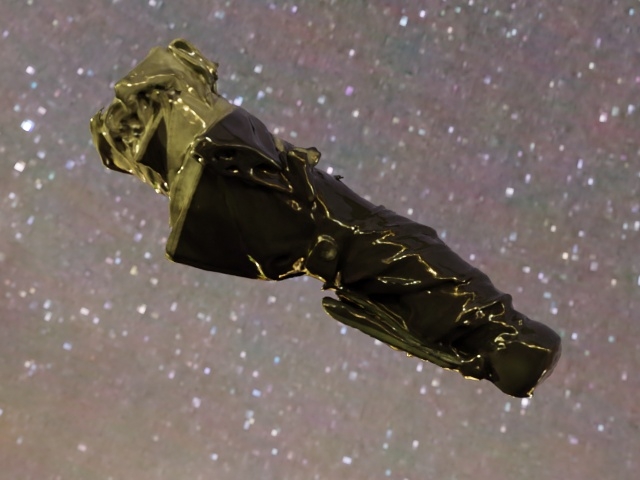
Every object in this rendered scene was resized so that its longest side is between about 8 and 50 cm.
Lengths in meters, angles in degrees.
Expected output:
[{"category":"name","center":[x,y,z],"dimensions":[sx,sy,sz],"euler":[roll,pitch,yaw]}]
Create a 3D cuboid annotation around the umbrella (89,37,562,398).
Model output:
[{"category":"umbrella","center":[0.000,-0.002,0.760],"dimensions":[0.358,0.106,0.113],"euler":[34,-43,9]}]
